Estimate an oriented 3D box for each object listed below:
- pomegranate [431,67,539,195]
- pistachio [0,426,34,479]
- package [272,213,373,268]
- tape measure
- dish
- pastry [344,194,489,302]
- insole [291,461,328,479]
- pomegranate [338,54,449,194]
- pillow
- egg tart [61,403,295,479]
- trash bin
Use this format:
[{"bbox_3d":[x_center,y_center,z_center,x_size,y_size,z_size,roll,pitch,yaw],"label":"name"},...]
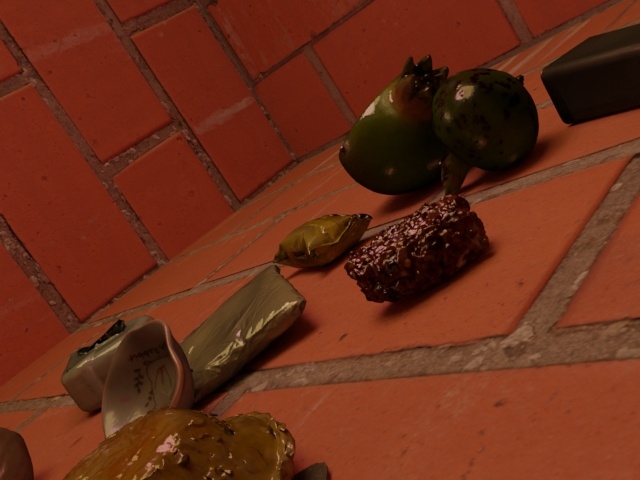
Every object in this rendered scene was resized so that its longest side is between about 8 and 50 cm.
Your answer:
[{"bbox_3d":[0.299,-0.207,1.352,0.263,0.211,0.211,-55,5,17],"label":"pomegranate"},{"bbox_3d":[-0.571,0.411,1.212,0.138,0.153,0.238,-41,37,5],"label":"pistachio"},{"bbox_3d":[0.000,0.000,1.518,0.168,0.090,0.226,-34,14,-24],"label":"package"},{"bbox_3d":[-0.466,0.263,1.581,0.246,0.125,0.243,-35,12,-9],"label":"tape measure"},{"bbox_3d":[-0.253,0.239,1.099,0.229,0.081,0.229,-21,60,42],"label":"dish"},{"bbox_3d":[0.142,0.018,1.024,0.208,0.097,0.115,-31,15,-3],"label":"pastry"},{"bbox_3d":[-0.015,0.261,0.640,0.063,0.010,0.192,-30,11,9],"label":"insole"},{"bbox_3d":[0.212,-0.242,1.554,0.310,0.216,0.358,-43,-7,-24],"label":"pomegranate"},{"bbox_3d":[-0.151,0.168,1.259,0.274,0.076,0.281,-42,16,-4],"label":"pillow"},{"bbox_3d":[-0.178,0.273,0.705,0.341,0.132,0.341,-33,13,9],"label":"egg tart"},{"bbox_3d":[0.553,-0.314,1.277,0.164,0.122,0.240,-36,13,-19],"label":"trash bin"}]
